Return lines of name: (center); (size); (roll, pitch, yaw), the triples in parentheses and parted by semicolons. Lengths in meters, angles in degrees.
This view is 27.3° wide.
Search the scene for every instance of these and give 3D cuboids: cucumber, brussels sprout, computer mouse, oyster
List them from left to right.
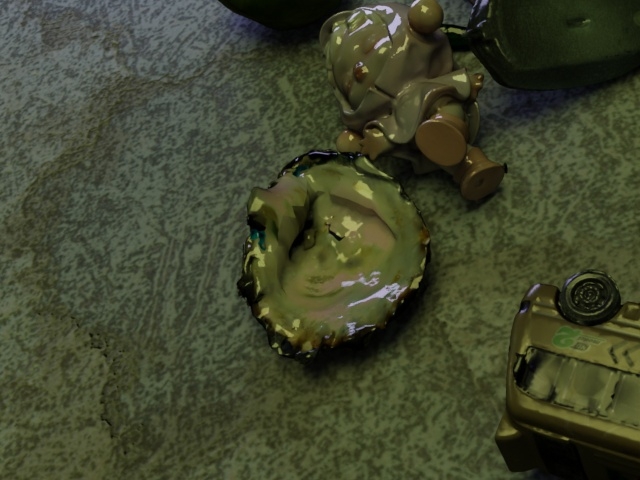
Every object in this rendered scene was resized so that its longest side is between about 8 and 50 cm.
brussels sprout: (-0.055, -0.330, 1.589); (0.180, 0.144, 0.161); (5, 38, 24)
oyster: (0.003, 0.006, 1.324); (0.198, 0.092, 0.260); (-29, 57, -3)
cucumber: (0.099, -0.237, 1.526); (0.184, 0.033, 0.036); (2, 27, 23)
computer mouse: (0.248, -0.213, 1.390); (0.228, 0.068, 0.113); (-6, 71, -14)

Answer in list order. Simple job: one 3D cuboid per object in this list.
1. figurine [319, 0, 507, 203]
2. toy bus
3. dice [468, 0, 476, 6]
figurine: (0.096, -0.154, 1.388); (0.200, 0.133, 0.276); (-60, 41, 28)
toy bus: (0.287, 0.139, 1.056); (0.289, 0.139, 0.157); (14, 63, 27)
dice: (0.233, -0.348, 1.467); (0.179, 0.175, 0.174); (-34, 48, -9)
